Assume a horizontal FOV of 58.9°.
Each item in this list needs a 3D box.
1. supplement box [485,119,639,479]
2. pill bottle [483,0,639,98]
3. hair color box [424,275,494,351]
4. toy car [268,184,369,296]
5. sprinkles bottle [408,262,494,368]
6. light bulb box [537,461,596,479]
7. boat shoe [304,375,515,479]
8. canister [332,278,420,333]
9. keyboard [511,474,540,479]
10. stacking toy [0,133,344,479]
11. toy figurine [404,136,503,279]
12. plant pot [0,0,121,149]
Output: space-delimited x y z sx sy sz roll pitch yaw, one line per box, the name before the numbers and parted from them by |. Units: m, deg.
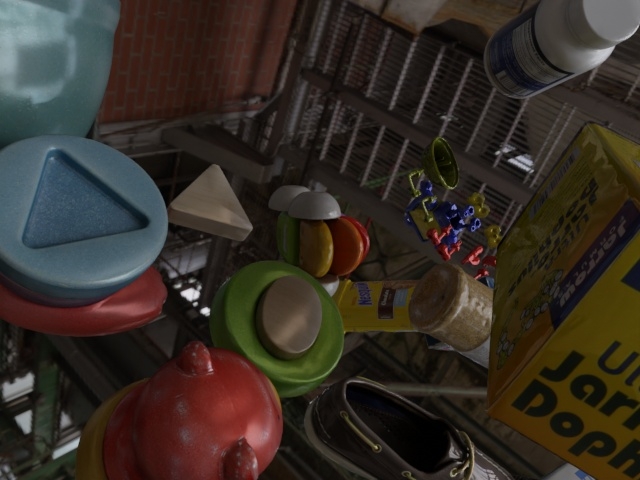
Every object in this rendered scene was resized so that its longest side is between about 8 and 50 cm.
supplement box | 0.294 0.042 0.527 0.194 0.356 0.195 30 -63 6
pill bottle | 0.262 -0.223 0.626 0.169 0.094 0.094 175 -103 -77
hair color box | 0.387 0.179 1.261 0.174 0.347 0.105 -29 -118 35
toy car | 0.000 0.000 0.861 0.182 0.136 0.159 23 -66 61
sprinkles bottle | 0.313 0.167 0.933 0.355 0.121 0.121 30 -47 -20
light bulb box | 0.111 0.389 0.429 0.358 0.361 0.225 -51 -123 17
boat shoe | 0.138 0.281 0.739 0.324 0.116 0.096 31 -45 -4
canister | 0.111 0.125 1.087 0.170 0.126 0.073 -3 -66 17
keyboard | 0.351 0.462 1.020 0.317 0.202 0.033 133 -56 -67
stacking toy | -0.095 0.030 0.450 0.309 0.279 0.130 52 -46 9
toy figurine | 0.261 -0.058 1.392 0.217 0.191 0.362 3 -48 56
plant pot | -0.330 -0.129 0.493 0.293 0.293 0.196 13 -76 37
